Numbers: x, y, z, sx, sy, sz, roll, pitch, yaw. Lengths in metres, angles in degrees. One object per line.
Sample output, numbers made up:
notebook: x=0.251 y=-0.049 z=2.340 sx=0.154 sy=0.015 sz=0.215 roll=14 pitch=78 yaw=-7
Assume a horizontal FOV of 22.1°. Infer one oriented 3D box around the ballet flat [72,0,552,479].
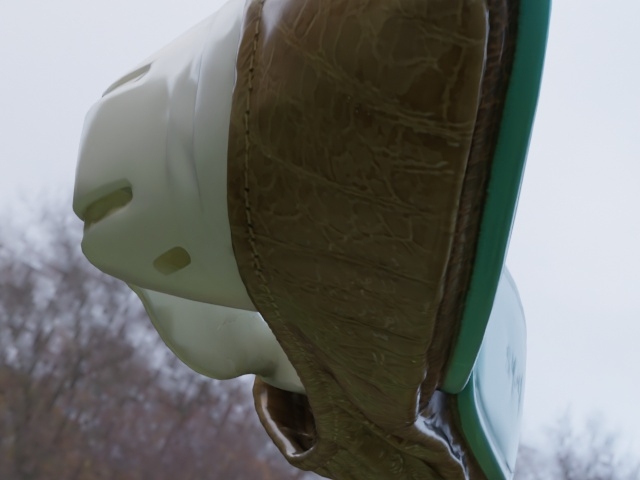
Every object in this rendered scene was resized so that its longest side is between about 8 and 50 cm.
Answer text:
ballet flat: x=0.000 y=0.000 z=0.473 sx=0.124 sy=0.116 sz=0.342 roll=5 pitch=-20 yaw=7
